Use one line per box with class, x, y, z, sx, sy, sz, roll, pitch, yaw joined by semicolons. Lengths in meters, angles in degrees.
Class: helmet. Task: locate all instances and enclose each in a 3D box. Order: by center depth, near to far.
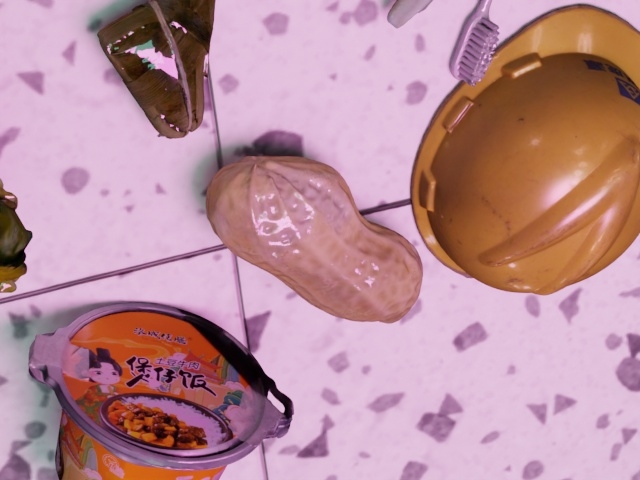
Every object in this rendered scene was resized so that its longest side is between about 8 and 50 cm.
helmet;0.201;-0.049;1.384;0.205;0.140;0.257;29;106;-30

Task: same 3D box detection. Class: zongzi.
zongzi;-0.094;-0.143;1.275;0.119;0.055;0.109;-39;126;-11

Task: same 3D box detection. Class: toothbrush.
toothbrush;0.172;-0.283;1.310;0.024;0.029;0.354;5;115;-37

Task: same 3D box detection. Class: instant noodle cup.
instant noodle cup;-0.139;0.152;1.354;0.208;0.177;0.125;24;127;3

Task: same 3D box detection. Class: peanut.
peanut;0.000;0.000;1.361;0.214;0.090;0.099;37;70;-33

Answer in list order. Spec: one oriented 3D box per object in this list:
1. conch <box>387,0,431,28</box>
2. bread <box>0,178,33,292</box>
conch;0.103;-0.241;1.293;0.088;0.065;0.180;-18;141;-53
bread;-0.388;-0.053;1.111;0.376;0.251;0.208;-7;73;-16
